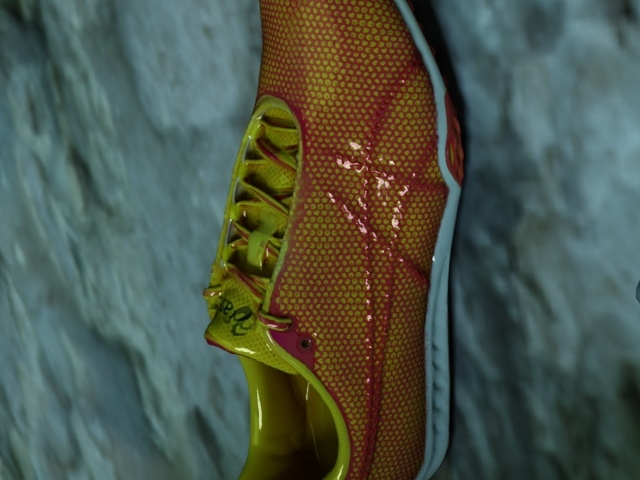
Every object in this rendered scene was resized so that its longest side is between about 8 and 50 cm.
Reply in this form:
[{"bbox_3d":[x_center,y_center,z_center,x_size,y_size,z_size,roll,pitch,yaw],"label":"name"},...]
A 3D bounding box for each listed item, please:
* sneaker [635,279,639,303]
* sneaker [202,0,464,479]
[{"bbox_3d":[0.119,0.067,0.362,0.135,0.098,0.276,30,120,27],"label":"sneaker"},{"bbox_3d":[0.000,0.000,0.513,0.064,0.067,0.175,13,112,52],"label":"sneaker"}]
